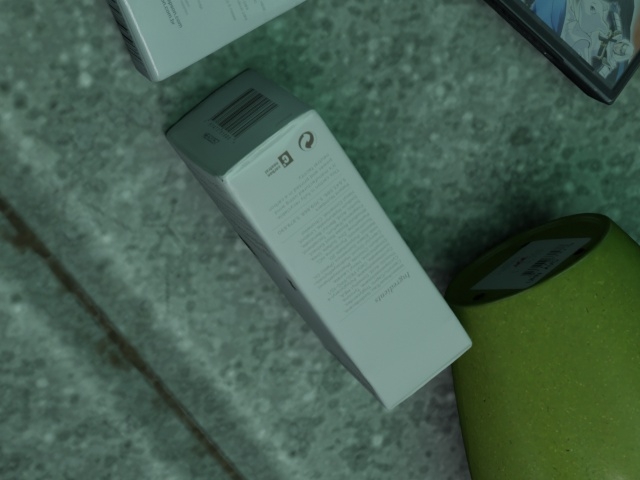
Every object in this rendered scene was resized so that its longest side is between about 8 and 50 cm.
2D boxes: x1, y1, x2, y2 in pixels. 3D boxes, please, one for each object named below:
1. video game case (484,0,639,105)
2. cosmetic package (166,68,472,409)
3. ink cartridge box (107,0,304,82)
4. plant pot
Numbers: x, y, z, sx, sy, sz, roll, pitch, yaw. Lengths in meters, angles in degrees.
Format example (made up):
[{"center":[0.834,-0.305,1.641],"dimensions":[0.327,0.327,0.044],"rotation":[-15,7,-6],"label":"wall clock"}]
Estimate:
[{"center":[0.209,-0.270,1.214],"dimensions":[0.248,0.035,0.275],"rotation":[35,89,-40],"label":"video game case"},{"center":[0.000,0.000,1.199],"dimensions":[0.085,0.117,0.231],"rotation":[-38,120,-7],"label":"cosmetic package"},{"center":[-0.060,-0.249,1.111],"dimensions":[0.224,0.045,0.223],"rotation":[-30,120,-14],"label":"ink cartridge box"},{"center":[0.218,0.137,1.296],"dimensions":[0.275,0.275,0.293],"rotation":[-30,104,-12],"label":"plant pot"}]
